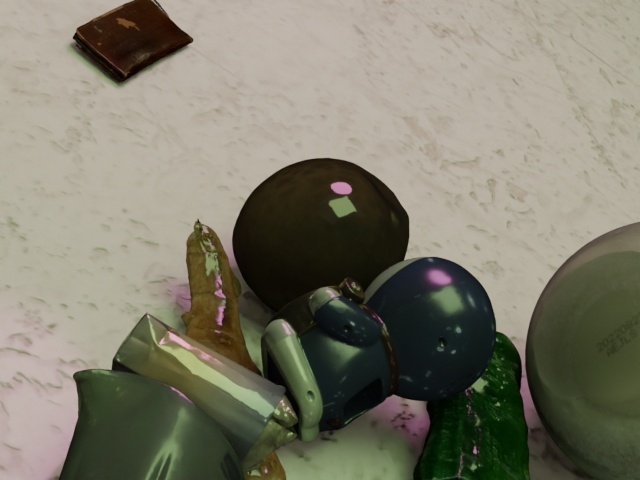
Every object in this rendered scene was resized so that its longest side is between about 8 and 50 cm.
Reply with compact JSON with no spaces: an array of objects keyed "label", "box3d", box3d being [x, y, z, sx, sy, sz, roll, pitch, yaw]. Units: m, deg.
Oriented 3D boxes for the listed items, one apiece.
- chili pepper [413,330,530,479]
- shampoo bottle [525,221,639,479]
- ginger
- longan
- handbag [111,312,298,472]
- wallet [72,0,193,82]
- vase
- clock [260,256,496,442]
[{"label":"chili pepper","box3d":[0.168,0.188,1.533,0.136,0.099,0.270,13,41,-8]},{"label":"shampoo bottle","box3d":[0.392,0.134,1.572,0.322,0.322,0.317,50,17,22]},{"label":"ginger","box3d":[-0.107,0.125,1.398,0.148,0.081,0.334,17,42,-22]},{"label":"longan","box3d":[0.000,0.000,1.547,0.198,0.198,0.212,33,10,-2]},{"label":"handbag","box3d":[-0.106,0.145,1.250,0.173,0.117,0.095,31,70,2]},{"label":"wallet","box3d":[-0.242,-0.261,1.810,0.095,0.026,0.176,42,36,2]},{"label":"vase","box3d":[-0.161,0.283,1.131,0.251,0.156,0.301,49,35,-23]},{"label":"clock","box3d":[0.064,0.110,1.446,0.243,0.200,0.146,-21,58,-15]}]
